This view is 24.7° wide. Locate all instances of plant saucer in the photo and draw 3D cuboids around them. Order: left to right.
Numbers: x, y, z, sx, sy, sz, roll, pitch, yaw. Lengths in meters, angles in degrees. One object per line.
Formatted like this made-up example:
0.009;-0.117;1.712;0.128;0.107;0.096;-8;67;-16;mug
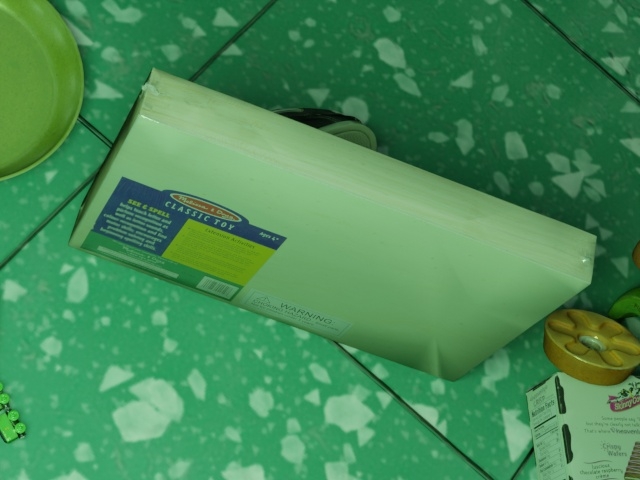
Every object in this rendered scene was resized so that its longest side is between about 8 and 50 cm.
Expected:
-0.342;-0.154;1.358;0.241;0.037;0.241;9;64;-18;plant saucer

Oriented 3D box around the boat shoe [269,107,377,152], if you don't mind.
-0.065;-0.086;1.434;0.233;0.084;0.079;-9;33;-19;boat shoe

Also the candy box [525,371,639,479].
0.297;0.250;1.423;0.159;0.071;0.233;5;66;-21;candy box

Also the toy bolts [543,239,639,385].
0.353;0.070;1.406;0.218;0.158;0.228;-7;36;-36;toy bolts

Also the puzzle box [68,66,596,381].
0.000;0.000;1.295;0.409;0.272;0.052;20;61;-14;puzzle box

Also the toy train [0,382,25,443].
-0.282;0.138;1.264;0.024;0.017;0.083;-28;80;-19;toy train
